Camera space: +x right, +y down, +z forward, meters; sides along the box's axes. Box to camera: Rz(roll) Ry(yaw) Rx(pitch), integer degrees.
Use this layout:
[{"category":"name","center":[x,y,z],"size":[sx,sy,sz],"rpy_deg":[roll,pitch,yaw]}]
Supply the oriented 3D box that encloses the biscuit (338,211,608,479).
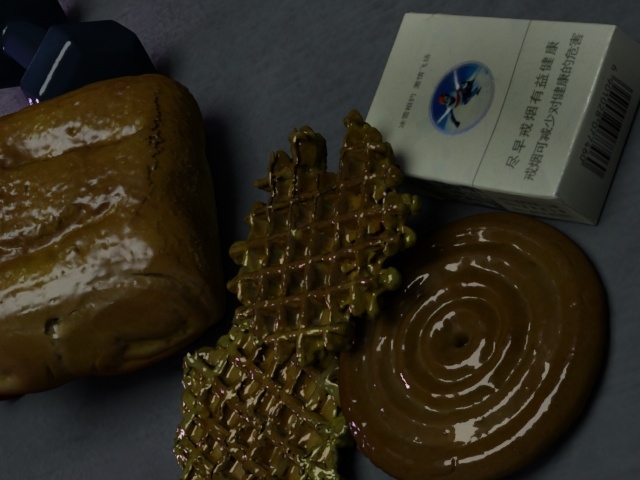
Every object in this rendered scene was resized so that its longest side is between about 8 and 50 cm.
[{"category":"biscuit","center":[0.122,0.090,1.387],"size":[0.262,0.037,0.262],"rpy_deg":[-17,56,28]}]

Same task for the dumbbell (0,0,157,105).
[{"category":"dumbbell","center":[-0.329,-0.223,1.957],"size":[0.325,0.160,0.144],"rpy_deg":[33,124,50]}]

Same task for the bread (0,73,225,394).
[{"category":"bread","center":[-0.274,-0.014,1.703],"size":[0.328,0.148,0.337],"rpy_deg":[-13,55,10]}]

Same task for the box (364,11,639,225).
[{"category":"box","center":[0.159,-0.115,1.462],"size":[0.256,0.069,0.164],"rpy_deg":[12,79,47]}]

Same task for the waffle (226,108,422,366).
[{"category":"waffle","center":[0.000,0.000,1.481],"size":[0.228,0.051,0.231],"rpy_deg":[-52,41,18]}]

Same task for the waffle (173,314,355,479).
[{"category":"waffle","center":[-0.054,0.170,1.541],"size":[0.254,0.052,0.245],"rpy_deg":[-29,52,34]}]

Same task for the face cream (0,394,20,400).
[{"category":"face cream","center":[-0.387,0.076,1.892],"size":[0.096,0.096,0.214],"rpy_deg":[-37,47,26]}]
